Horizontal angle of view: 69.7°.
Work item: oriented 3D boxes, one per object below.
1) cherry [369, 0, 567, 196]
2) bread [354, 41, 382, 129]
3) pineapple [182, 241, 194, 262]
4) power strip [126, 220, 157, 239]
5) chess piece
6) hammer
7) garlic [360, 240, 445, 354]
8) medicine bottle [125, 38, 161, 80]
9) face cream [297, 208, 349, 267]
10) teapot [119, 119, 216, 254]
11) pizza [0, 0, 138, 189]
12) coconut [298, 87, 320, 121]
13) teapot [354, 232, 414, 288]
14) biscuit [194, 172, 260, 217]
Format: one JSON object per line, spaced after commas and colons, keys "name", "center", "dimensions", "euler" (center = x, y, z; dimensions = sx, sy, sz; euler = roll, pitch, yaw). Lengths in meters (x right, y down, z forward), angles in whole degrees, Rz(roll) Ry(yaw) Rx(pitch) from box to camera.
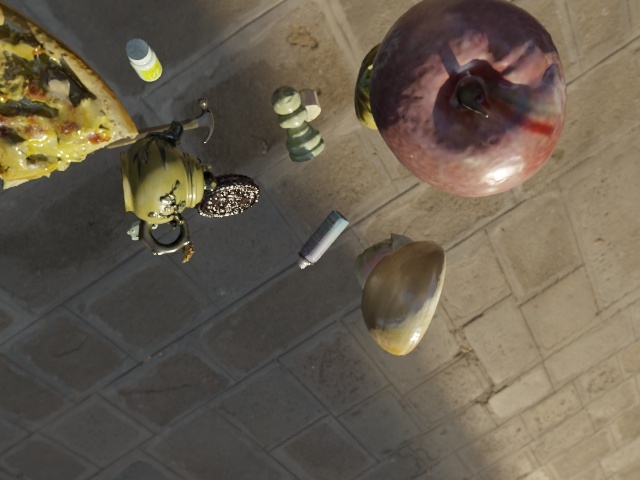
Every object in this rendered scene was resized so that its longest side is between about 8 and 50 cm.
{"name": "cherry", "center": [0.170, -0.170, 0.551], "dimensions": [0.212, 0.285, 0.236], "euler": [-14, 111, 19]}
{"name": "bread", "center": [0.220, -0.609, 1.815], "dimensions": [0.159, 0.333, 0.334], "euler": [7, 116, -7]}
{"name": "pineapple", "center": [-0.445, 0.030, 1.546], "dimensions": [0.045, 0.084, 0.019], "euler": [-20, 153, 28]}
{"name": "power strip", "center": [-0.484, -0.029, 1.252], "dimensions": [0.083, 0.035, 0.055], "euler": [-28, 122, -1]}
{"name": "chess piece", "center": [-0.084, -0.398, 1.540], "dimensions": [0.133, 0.133, 0.243], "euler": [-26, 126, -1]}
{"name": "hammer", "center": [-0.633, -0.433, 1.804], "dimensions": [0.438, 0.044, 0.169], "euler": [-12, 116, 1]}
{"name": "garlic", "center": [0.172, 0.100, 0.905], "dimensions": [0.245, 0.145, 0.164], "euler": [-64, 148, -8]}
{"name": "medicine bottle", "center": [-0.321, -0.327, 0.835], "dimensions": [0.047, 0.083, 0.047], "euler": [0, 87, -6]}
{"name": "face cream", "center": [0.000, 0.000, 1.601], "dimensions": [0.075, 0.075, 0.229], "euler": [35, 102, -29]}
{"name": "teapot", "center": [-0.303, -0.108, 0.933], "dimensions": [0.182, 0.173, 0.270], "euler": [-6, 90, -23]}
{"name": "pizza", "center": [-0.427, -0.190, 0.615], "dimensions": [0.323, 0.089, 0.223], "euler": [37, 91, -27]}
{"name": "coconut", "center": [-0.059, -0.543, 1.877], "dimensions": [0.116, 0.116, 0.123], "euler": [-10, 75, -11]}
{"name": "teapot", "center": [0.205, 0.093, 1.280], "dimensions": [0.163, 0.222, 0.178], "euler": [17, 139, -30]}
{"name": "biscuit", "center": [-0.262, -0.122, 1.281], "dimensions": [0.194, 0.053, 0.195], "euler": [-18, 160, -7]}
